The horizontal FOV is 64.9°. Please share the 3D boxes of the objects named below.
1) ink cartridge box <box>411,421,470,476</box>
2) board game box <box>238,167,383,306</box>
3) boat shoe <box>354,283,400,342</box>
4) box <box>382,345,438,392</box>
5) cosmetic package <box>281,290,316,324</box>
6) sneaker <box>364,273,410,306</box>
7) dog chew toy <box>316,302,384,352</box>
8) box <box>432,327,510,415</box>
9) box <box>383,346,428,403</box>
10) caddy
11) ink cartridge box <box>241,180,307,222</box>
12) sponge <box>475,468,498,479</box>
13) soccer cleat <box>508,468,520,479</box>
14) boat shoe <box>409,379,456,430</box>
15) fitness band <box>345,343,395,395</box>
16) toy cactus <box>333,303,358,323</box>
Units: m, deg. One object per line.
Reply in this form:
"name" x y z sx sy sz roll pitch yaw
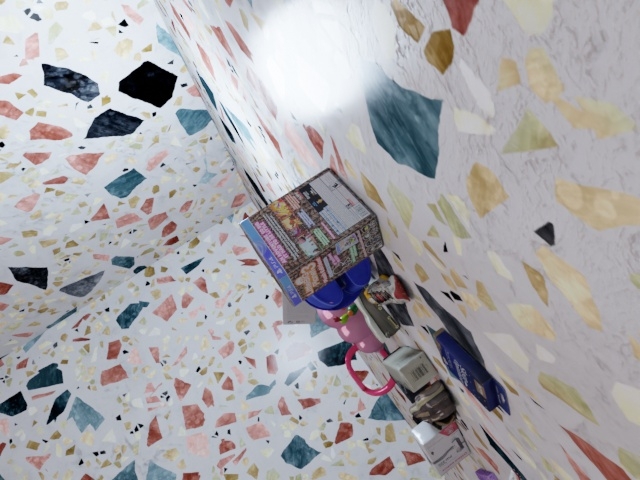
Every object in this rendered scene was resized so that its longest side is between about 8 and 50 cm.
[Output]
"ink cartridge box" 0.469 0.784 1.955 0.218 0.158 0.092 61 170 -29
"board game box" -0.023 -0.014 1.325 0.232 0.291 0.141 51 170 38
"boat shoe" 0.168 0.209 1.757 0.305 0.091 0.109 58 173 -4
"box" 0.310 0.449 1.780 0.094 0.113 0.275 55 173 4
"cosmetic package" -0.096 0.168 2.254 0.453 0.161 0.230 93 174 -52
"sneaker" 0.187 0.156 1.439 0.088 0.092 0.225 57 171 -1
"dog chew toy" 0.137 0.319 2.042 0.332 0.206 0.206 49 172 -2
"box" 0.370 0.329 1.242 0.225 0.036 0.136 45 166 49
"box" 0.339 0.532 1.989 0.158 0.093 0.156 48 168 43
"caddy" 0.008 0.065 1.631 0.341 0.241 0.179 57 167 1
"ink cartridge box" -0.110 -0.087 1.603 0.060 0.275 0.239 60 171 -18
"sponge" 0.648 0.923 1.889 0.117 0.031 0.210 54 172 19
"soccer cleat" 0.572 0.707 1.491 0.029 0.035 0.083 47 168 49
"boat shoe" 0.401 0.606 1.776 0.130 0.132 0.355 53 172 27
"fitness band" 0.245 0.613 2.430 0.291 0.209 0.054 50 173 41
"toy cactus" 0.121 0.216 1.875 0.180 0.219 0.112 23 147 -28
